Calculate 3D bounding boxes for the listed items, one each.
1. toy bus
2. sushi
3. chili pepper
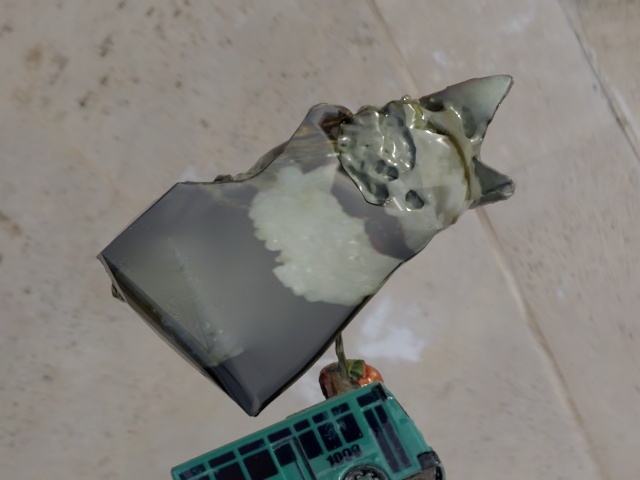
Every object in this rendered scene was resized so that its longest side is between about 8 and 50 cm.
[{"bbox_3d":[-0.008,0.156,1.060,0.160,0.079,0.092,-22,60,-8],"label":"toy bus"},{"bbox_3d":[-0.003,-0.020,1.035,0.273,0.109,0.134,-39,97,-16],"label":"sushi"},{"bbox_3d":[0.038,0.156,1.244,0.059,0.268,0.050,17,43,40],"label":"chili pepper"}]
